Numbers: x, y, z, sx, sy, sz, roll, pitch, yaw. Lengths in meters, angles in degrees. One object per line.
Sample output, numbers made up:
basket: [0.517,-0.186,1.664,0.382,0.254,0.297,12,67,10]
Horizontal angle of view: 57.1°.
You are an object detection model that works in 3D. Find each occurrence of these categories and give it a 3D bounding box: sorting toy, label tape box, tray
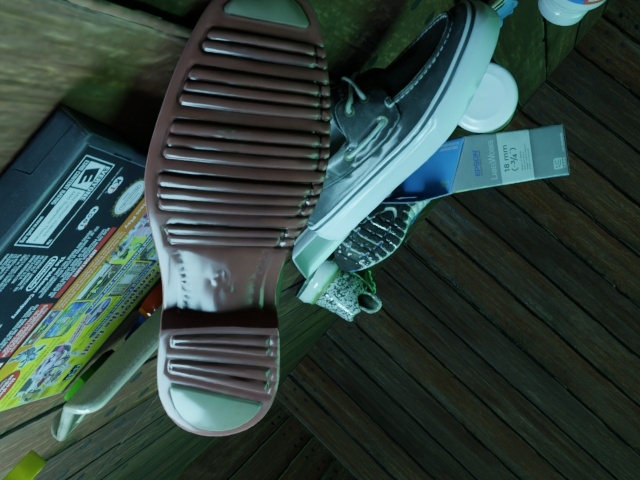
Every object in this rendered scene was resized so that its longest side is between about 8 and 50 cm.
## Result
sorting toy: [-0.222,0.136,0.591,0.307,0.041,0.229,-50,-173,-35]
label tape box: [0.277,-0.151,1.176,0.334,0.105,0.241,-11,-174,-18]
tray: [0.000,0.000,1.179,0.145,0.030,0.270,-46,170,-5]

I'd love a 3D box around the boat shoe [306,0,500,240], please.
boat shoe: [0.056,-0.131,0.662,0.335,0.119,0.121,-52,-157,31]

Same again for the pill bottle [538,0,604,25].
pill bottle: [0.457,-0.473,0.999,0.124,0.124,0.221,-45,169,-13]

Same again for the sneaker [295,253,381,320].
sneaker: [0.082,0.123,1.533,0.158,0.182,0.410,-52,169,22]

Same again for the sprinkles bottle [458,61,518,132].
sprinkles bottle: [0.329,-0.276,1.174,0.121,0.121,0.355,-51,173,19]

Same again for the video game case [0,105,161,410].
video game case: [-0.210,0.038,0.475,0.275,0.035,0.248,-49,169,4]

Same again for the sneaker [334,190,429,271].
sneaker: [0.159,-0.040,1.396,0.330,0.130,0.147,-44,167,-18]

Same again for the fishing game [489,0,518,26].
fishing game: [0.222,-0.307,0.916,0.189,0.041,0.264,-41,176,10]

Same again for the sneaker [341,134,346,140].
sneaker: [0.057,-0.137,0.823,0.067,0.064,0.175,-56,173,-8]

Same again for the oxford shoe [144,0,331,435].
oxford shoe: [-0.075,-0.023,0.472,0.130,0.123,0.348,-113,-146,-67]
